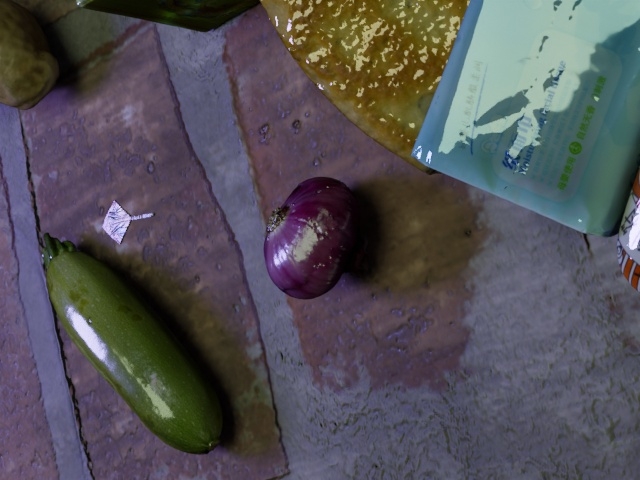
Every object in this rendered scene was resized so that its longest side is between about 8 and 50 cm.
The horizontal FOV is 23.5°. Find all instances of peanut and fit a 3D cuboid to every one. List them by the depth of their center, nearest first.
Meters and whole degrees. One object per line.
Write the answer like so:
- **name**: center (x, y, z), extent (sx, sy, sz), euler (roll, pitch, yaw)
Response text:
- **peanut**: center (-0.390, -0.210, 1.721), extent (0.253, 0.122, 0.137), euler (4, 92, 36)

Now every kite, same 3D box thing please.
- **kite**: center (-0.206, -0.016, 1.632), extent (0.078, 0.002, 0.044), euler (17, 100, 40)

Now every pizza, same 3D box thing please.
- **pizza**: center (0.106, -0.213, 1.301), extent (0.287, 0.075, 0.280), euler (-32, 95, 16)

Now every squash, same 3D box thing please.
- **squash**: center (-0.210, 0.093, 1.576), extent (0.341, 0.094, 0.094), euler (47, 118, 32)

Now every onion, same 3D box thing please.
- **onion**: center (0.000, 0.000, 1.398), extent (0.104, 0.115, 0.115), euler (26, 112, -8)

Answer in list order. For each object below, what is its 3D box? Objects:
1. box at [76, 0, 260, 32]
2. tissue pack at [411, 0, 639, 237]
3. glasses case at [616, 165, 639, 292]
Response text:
- **box**: center (-0.063, -0.276, 1.399), extent (0.311, 0.173, 0.043), euler (-22, 74, 39)
- **tissue pack**: center (0.196, -0.153, 1.201), extent (0.177, 0.089, 0.263), euler (24, 104, 18)
- **glasses case**: center (0.303, -0.074, 1.147), extent (0.103, 0.067, 0.267), euler (29, 107, 39)
